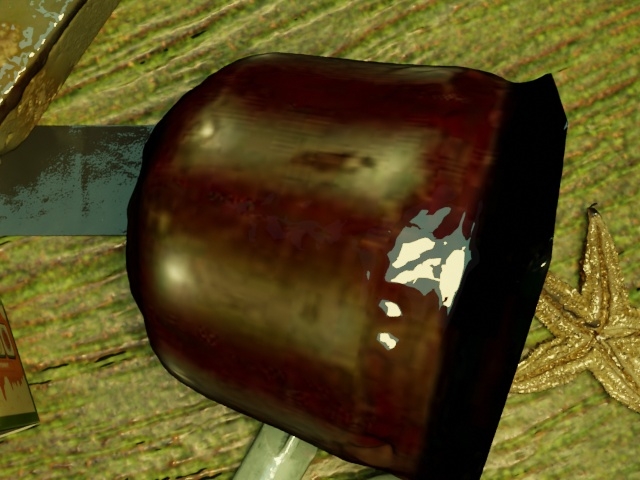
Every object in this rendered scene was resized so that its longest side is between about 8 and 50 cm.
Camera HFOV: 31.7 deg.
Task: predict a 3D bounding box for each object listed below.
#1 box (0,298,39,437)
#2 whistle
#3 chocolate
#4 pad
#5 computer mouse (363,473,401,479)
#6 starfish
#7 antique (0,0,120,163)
[{"bbox_3d":[-0.384,0.133,1.020,0.195,0.177,0.148,-19,85,-4],"label":"box"},{"bbox_3d":[-0.087,0.289,1.070,0.062,0.062,0.312,30,84,2],"label":"whistle"},{"bbox_3d":[0.000,0.000,0.957,0.331,0.383,0.384,14,83,-1],"label":"chocolate"},{"bbox_3d":[-0.253,-0.060,1.133,0.193,0.004,0.116,-1,82,-1],"label":"pad"},{"bbox_3d":[0.154,0.339,1.043,0.371,0.122,0.188,28,86,-5],"label":"computer mouse"},{"bbox_3d":[0.265,0.087,1.114,0.240,0.043,0.227,-22,82,-1],"label":"starfish"},{"bbox_3d":[-0.292,-0.204,1.087,0.150,0.125,0.284,25,82,3],"label":"antique"}]
